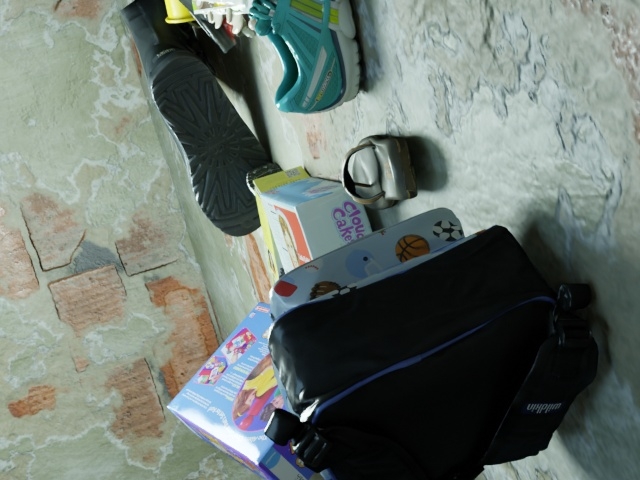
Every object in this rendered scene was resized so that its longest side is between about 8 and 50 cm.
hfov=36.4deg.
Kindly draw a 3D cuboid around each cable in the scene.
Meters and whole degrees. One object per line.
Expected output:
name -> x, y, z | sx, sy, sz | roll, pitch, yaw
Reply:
cable -> -0.201, -0.405, 1.577 | 0.287, 0.072, 0.139 | 45, 165, 38

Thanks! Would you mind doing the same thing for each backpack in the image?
backpack -> 0.082, 0.121, 0.878 | 0.263, 0.277, 0.213 | 76, 172, -46

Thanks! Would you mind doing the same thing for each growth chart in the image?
growth chart -> -0.163, -0.401, 1.427 | 0.237, 0.021, 0.172 | 29, 127, 44

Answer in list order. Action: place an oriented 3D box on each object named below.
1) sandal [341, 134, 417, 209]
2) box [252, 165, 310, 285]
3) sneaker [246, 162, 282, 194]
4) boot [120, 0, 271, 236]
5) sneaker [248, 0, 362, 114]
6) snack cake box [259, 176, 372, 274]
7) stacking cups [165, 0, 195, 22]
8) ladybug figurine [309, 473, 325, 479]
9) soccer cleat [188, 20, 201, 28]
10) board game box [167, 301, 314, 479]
sandal -> 0.057, -0.070, 1.094 | 0.219, 0.060, 0.090 | -154, 47, -80
box -> -0.043, 0.002, 1.541 | 0.058, 0.087, 0.232 | -124, 19, -52
sneaker -> -0.078, -0.062, 1.642 | 0.073, 0.063, 0.162 | 84, 162, -52
boot -> -0.239, -0.252, 1.836 | 0.445, 0.146, 0.367 | -126, 13, -57
sneaker -> -0.026, -0.267, 1.066 | 0.107, 0.110, 0.275 | -135, 30, -62
snack cake box -> 0.000, 0.000, 1.334 | 0.264, 0.089, 0.152 | -154, 46, -75
stacking cups -> -0.257, -0.532, 1.645 | 0.096, 0.096, 0.316 | -137, 31, -63
ladybug figurine -> 0.056, 0.409, 1.484 | 0.305, 0.162, 0.449 | 77, 171, -57
soccer cleat -> -0.244, -0.474, 1.754 | 0.076, 0.068, 0.196 | 52, 164, 42
board game box -> -0.069, 0.221, 1.455 | 0.078, 0.233, 0.347 | 49, 162, -23
